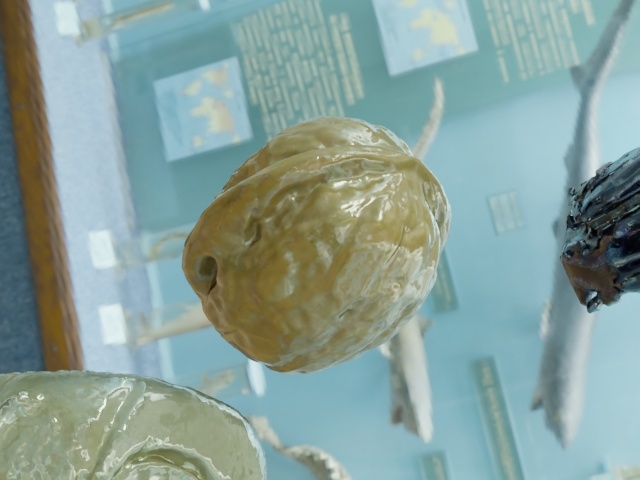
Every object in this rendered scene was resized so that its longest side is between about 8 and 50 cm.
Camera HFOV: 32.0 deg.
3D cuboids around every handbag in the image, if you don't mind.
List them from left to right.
[{"bbox_3d":[0.309,-0.044,0.894,0.113,0.260,0.162,59,16,-6],"label":"handbag"}]

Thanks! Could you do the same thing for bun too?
[{"bbox_3d":[-0.114,0.135,0.541,0.166,0.173,0.113,-39,-136,53],"label":"bun"}]

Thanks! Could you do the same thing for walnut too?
[{"bbox_3d":[0.000,0.000,1.050,0.257,0.257,0.224,62,11,-49],"label":"walnut"}]
